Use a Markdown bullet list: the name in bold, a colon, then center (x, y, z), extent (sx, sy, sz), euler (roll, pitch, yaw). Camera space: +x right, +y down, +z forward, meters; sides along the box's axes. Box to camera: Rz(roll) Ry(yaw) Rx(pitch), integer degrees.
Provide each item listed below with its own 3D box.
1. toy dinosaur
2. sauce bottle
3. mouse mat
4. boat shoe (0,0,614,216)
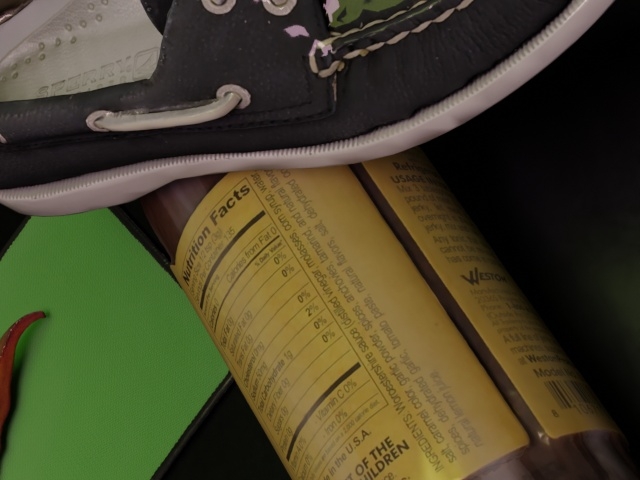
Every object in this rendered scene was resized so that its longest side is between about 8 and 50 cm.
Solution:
- **toy dinosaur**: center (-0.157, 0.087, 0.812), extent (0.090, 0.047, 0.082), euler (-24, 85, 18)
- **sauce bottle**: center (0.000, 0.000, 0.685), extent (0.111, 0.111, 0.344), euler (-43, 56, 20)
- **mouse mat**: center (-0.127, 0.077, 0.819), extent (0.152, 0.007, 0.190), euler (45, 107, 33)
- **boat shoe**: center (-0.037, -0.080, 0.605), extent (0.302, 0.091, 0.114), euler (-21, 58, 31)
